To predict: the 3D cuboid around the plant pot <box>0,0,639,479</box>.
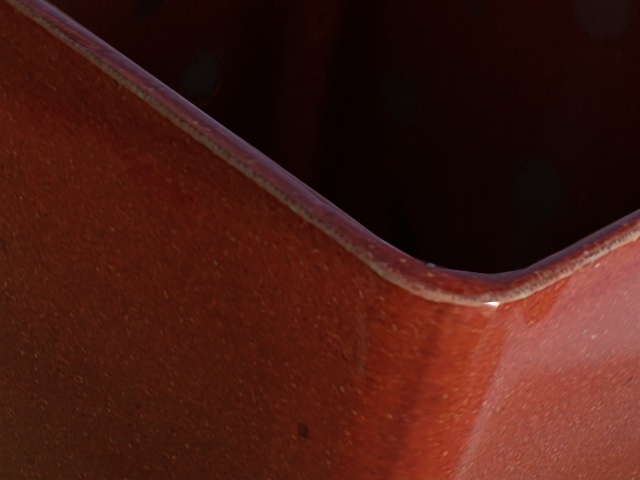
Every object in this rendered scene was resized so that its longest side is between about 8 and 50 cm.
[{"bbox_3d":[0.000,0.000,0.531,0.267,0.236,0.267,35,40,31],"label":"plant pot"}]
